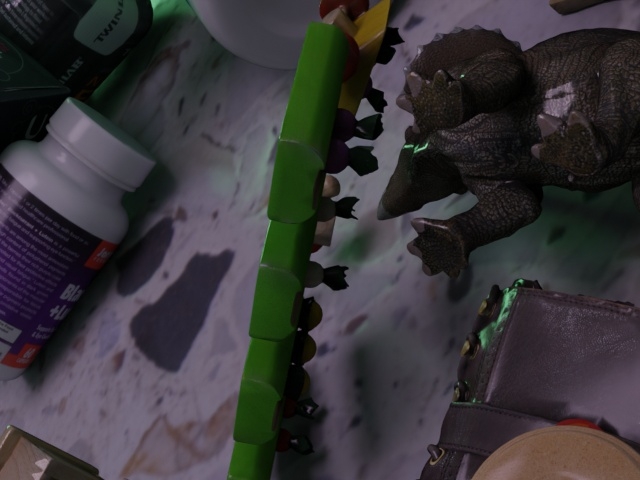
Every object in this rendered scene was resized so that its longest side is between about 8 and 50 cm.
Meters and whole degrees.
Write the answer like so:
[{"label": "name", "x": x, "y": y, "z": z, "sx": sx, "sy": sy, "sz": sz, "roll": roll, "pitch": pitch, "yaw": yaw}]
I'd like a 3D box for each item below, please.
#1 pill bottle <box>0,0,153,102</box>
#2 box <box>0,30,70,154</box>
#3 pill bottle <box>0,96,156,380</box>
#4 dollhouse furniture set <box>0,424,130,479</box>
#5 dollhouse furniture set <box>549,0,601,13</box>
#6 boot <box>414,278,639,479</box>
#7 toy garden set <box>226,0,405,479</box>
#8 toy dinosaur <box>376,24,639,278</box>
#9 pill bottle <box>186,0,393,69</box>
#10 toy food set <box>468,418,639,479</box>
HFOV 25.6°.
[{"label": "pill bottle", "x": -0.229, "y": -0.176, "z": 1.172, "sx": 0.245, "sy": 0.130, "sz": 0.130, "roll": -44, "pitch": 36, "yaw": 17}, {"label": "box", "x": -0.338, "y": -0.047, "z": 1.075, "sx": 0.165, "sy": 0.143, "sz": 0.270, "roll": 40, "pitch": 116, "yaw": 17}, {"label": "pill bottle", "x": -0.208, "y": -0.004, "z": 1.022, "sx": 0.193, "sy": 0.108, "sz": 0.108, "roll": -53, "pitch": 34, "yaw": 5}, {"label": "dollhouse furniture set", "x": -0.146, "y": 0.205, "z": 0.722, "sx": 0.101, "sy": 0.161, "sz": 0.182, "roll": 16, "pitch": 74, "yaw": 55}, {"label": "dollhouse furniture set", "x": 0.171, "y": -0.219, "z": 0.715, "sx": 0.183, "sy": 0.129, "sz": 0.129, "roll": -6, "pitch": 58, "yaw": 50}, {"label": "boot", "x": 0.055, "y": 0.124, "z": 0.619, "sx": 0.263, "sy": 0.091, "sz": 0.229, "roll": 4, "pitch": 64, "yaw": 41}, {"label": "toy garden set", "x": 0.000, "y": 0.000, "z": 0.735, "sx": 0.204, "sy": 0.049, "sz": 0.244, "roll": -79, "pitch": -1, "yaw": -53}, {"label": "toy dinosaur", "x": 0.132, "y": -0.053, "z": 0.629, "sx": 0.313, "sy": 0.121, "sz": 0.160, "roll": -2, "pitch": 27, "yaw": 35}, {"label": "pill bottle", "x": -0.051, "y": -0.232, "z": 0.987, "sx": 0.146, "sy": 0.146, "sz": 0.264, "roll": -49, "pitch": 34, "yaw": 10}, {"label": "toy food set", "x": 0.093, "y": 0.107, "z": 0.530, "sx": 0.083, "sy": 0.020, "sz": 0.083, "roll": -18, "pitch": 57, "yaw": 10}]
